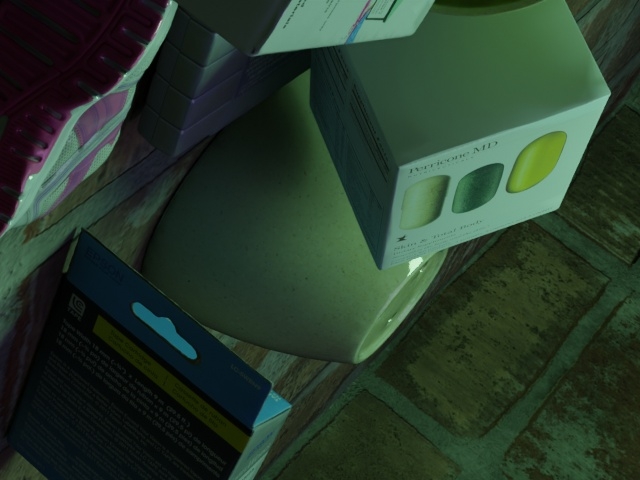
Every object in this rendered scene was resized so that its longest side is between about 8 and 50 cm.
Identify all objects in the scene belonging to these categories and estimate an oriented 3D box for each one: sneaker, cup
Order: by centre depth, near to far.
[{"bbox_3d":[-0.181,-0.108,1.014,0.252,0.103,0.111,-49,173,16],"label":"sneaker"},{"bbox_3d":[0.000,0.000,1.615,0.331,0.237,0.331,-49,168,-15],"label":"cup"}]

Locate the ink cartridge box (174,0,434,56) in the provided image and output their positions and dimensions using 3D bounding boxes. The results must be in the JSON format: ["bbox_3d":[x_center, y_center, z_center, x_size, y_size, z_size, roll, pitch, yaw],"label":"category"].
[{"bbox_3d":[-0.034,-0.226,0.940,0.117,0.201,0.278,-57,167,21],"label":"ink cartridge box"}]

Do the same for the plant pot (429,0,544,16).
[{"bbox_3d":[0.143,-0.352,1.174,0.274,0.275,0.293,-59,178,28],"label":"plant pot"}]

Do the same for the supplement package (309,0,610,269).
[{"bbox_3d":[0.115,-0.129,1.341,0.199,0.198,0.262,-19,161,-8],"label":"supplement package"}]

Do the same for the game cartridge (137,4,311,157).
[{"bbox_3d":[-0.019,-0.234,1.313,0.355,0.068,0.230,-40,167,-44],"label":"game cartridge"}]

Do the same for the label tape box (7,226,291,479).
[{"bbox_3d":[-0.161,0.151,1.443,0.106,0.241,0.333,-38,161,-48],"label":"label tape box"}]
